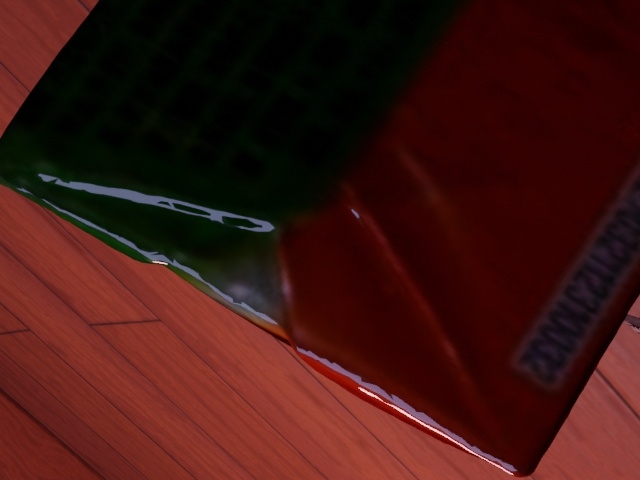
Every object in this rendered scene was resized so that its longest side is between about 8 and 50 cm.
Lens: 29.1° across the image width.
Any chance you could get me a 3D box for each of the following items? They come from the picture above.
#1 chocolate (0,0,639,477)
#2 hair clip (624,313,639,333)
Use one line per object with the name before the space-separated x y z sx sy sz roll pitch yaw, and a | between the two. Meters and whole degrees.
chocolate | 0.051 -0.083 0.738 0.341 0.360 0.161 31 167 9
hair clip | 0.313 0.099 1.062 0.034 0.072 0.226 22 160 40
